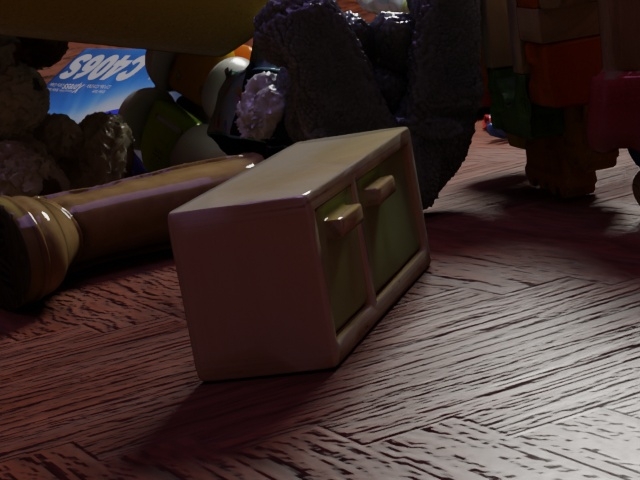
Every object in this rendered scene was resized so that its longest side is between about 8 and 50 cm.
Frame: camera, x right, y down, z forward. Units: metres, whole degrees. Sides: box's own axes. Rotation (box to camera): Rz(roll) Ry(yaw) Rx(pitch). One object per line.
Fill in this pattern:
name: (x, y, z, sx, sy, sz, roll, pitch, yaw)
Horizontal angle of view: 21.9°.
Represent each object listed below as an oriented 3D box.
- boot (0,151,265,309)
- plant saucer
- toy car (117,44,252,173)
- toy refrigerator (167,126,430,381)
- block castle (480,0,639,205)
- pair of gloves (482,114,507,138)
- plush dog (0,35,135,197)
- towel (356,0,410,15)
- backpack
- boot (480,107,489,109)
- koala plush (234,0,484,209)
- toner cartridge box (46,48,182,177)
boot: (-0.155, -0.021, 1.381, 0.269, 0.089, 0.236, -13, 10, -23)
plant saucer: (-0.234, -0.256, 1.702, 0.333, 0.081, 0.333, 4, 15, -20)
toy car: (-0.127, -0.144, 1.853, 0.159, 0.182, 0.136, 34, 12, 39)
toy refrigerator: (0.000, 0.000, 1.048, 0.094, 0.102, 0.269, -7, 9, 17)
block castle: (0.294, -0.160, 1.375, 0.303, 0.213, 0.453, -8, 11, -9)
pair of gloves: (0.258, -0.138, 1.821, 0.159, 0.023, 0.198, -11, 9, 3)
plush dog: (-0.338, -0.120, 1.712, 0.210, 0.225, 0.262, -8, 13, 22)
towel: (0.282, -0.306, 2.187, 0.374, 0.090, 0.320, 12, 5, 39)
backpack: (-0.025, -0.128, 1.665, 0.166, 0.144, 0.188, 15, -8, -17)
boot: (0.218, -0.208, 2.090, 0.106, 0.082, 0.219, -8, 11, -4)
koala plush: (0.023, -0.126, 1.442, 0.196, 0.203, 0.221, -13, 10, -19)
toner cartridge box: (-0.260, -0.168, 2.121, 0.165, 0.075, 0.348, -48, 29, -20)
